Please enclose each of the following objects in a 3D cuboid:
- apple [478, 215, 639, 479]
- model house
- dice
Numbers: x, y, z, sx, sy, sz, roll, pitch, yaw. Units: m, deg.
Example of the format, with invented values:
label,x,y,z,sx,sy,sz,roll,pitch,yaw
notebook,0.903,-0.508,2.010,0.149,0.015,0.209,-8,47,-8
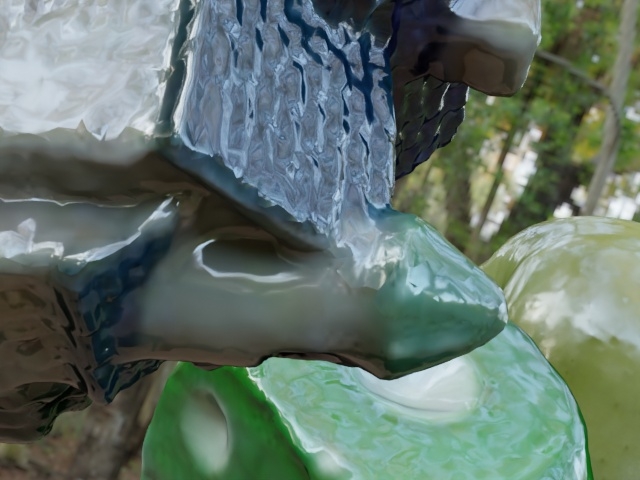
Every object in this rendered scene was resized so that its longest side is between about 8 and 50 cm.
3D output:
label,x,y,z,sx,sy,sz,roll,pitch,yaw
apple,0.306,0.207,1.545,0.474,0.473,0.473,22,-7,3
model house,-0.040,-0.059,0.677,0.284,0.298,0.243,2,-34,4
dice,0.035,0.215,1.222,0.287,0.300,0.297,-11,47,-38
